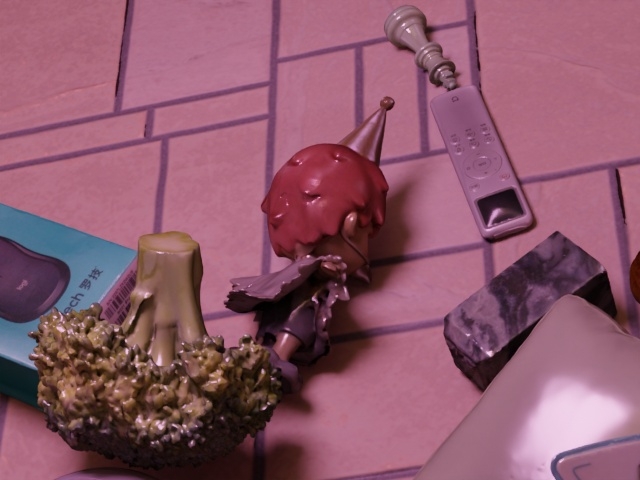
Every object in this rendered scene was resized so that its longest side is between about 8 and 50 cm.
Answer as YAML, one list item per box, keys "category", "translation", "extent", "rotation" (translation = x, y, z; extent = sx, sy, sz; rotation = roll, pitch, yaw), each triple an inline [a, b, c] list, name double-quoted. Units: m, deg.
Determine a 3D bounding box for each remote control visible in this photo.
- category: "remote control"
  translation: [0.196, -0.102, 2.171]
  extent: [0.067, 0.029, 0.261]
  rotation: [-20, 46, 3]

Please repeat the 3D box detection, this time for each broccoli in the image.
- category: "broccoli"
  translation: [-0.185, 0.141, 1.901]
  extent: [0.288, 0.259, 0.235]
  rotation: [5, 42, 4]

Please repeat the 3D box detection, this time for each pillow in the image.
- category: "pillow"
  translation: [0.244, 0.231, 1.768]
  extent: [0.255, 0.120, 0.322]
  rotation: [34, 83, 39]

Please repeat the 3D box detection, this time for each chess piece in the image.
- category: "chess piece"
  translation: [0.139, -0.244, 2.308]
  extent: [0.059, 0.059, 0.149]
  rotation: [-28, 53, -5]

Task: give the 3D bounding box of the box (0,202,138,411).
- category: "box"
  translation: [-0.371, 0.077, 2.164]
  extent: [0.311, 0.118, 0.205]
  rotation: [18, 57, 32]

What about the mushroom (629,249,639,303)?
- category: "mushroom"
  translation: [0.383, 0.027, 1.958]
  extent: [0.088, 0.073, 0.129]
  rotation: [-43, 34, 29]

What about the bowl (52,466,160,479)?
- category: "bowl"
  translation: [-0.244, 0.354, 1.853]
  extent: [0.287, 0.143, 0.287]
  rotation: [-11, 46, 12]

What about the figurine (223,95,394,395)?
- category: "figurine"
  translation: [0.000, 0.000, 2.076]
  extent: [0.207, 0.166, 0.387]
  rotation: [-22, 38, 56]

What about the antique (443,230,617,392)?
- category: "antique"
  translation: [0.229, 0.087, 1.950]
  extent: [0.183, 0.086, 0.088]
  rotation: [-35, 46, -12]

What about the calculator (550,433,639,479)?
- category: "calculator"
  translation: [0.406, 0.301, 1.625]
  extent: [0.386, 0.054, 0.256]
  rotation: [0, 80, 7]
